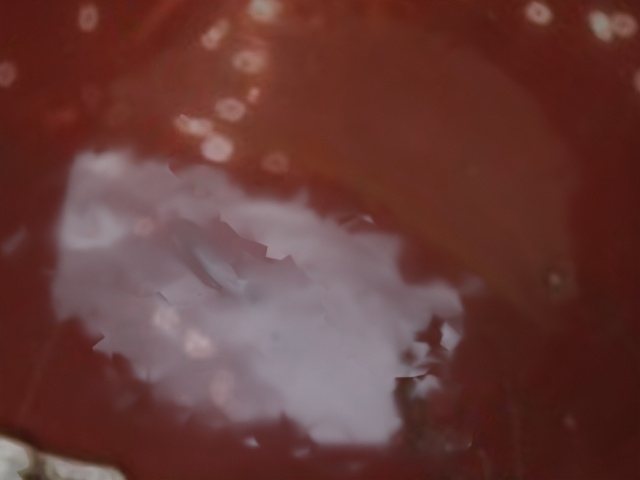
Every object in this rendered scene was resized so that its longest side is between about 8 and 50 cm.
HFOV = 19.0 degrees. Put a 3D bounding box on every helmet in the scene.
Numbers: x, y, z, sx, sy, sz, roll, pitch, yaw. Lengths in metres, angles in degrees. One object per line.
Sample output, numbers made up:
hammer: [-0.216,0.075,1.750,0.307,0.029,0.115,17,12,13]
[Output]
helmet: [0.000,0.000,0.432,0.338,0.385,0.230,5,45,0]
